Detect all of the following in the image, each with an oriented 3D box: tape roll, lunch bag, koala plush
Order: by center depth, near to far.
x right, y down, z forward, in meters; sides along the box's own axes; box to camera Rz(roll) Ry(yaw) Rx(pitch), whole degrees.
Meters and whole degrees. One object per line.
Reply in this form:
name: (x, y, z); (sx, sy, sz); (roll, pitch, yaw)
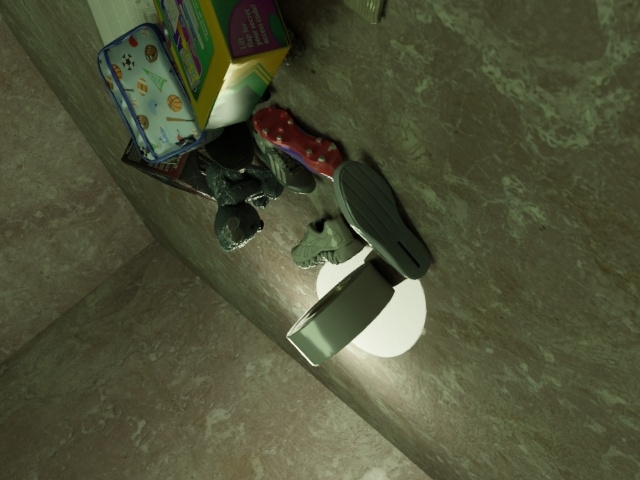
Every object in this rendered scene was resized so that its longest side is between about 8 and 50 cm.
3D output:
lunch bag: (-0.373, -0.330, 1.342); (0.243, 0.115, 0.303); (-14, 106, 30)
tape roll: (0.052, 0.180, 1.454); (0.100, 0.286, 0.286); (47, 161, 0)
koala plush: (-0.219, -0.081, 1.523); (0.203, 0.221, 0.196); (13, 170, -17)

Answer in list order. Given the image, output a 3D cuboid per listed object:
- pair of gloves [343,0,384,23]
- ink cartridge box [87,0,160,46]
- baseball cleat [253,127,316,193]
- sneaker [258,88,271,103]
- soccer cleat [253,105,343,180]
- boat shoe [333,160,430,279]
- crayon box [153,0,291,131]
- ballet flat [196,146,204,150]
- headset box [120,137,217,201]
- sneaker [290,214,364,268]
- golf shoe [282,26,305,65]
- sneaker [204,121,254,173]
pair of gloves: (0.006, -0.416, 0.763); (0.240, 0.042, 0.204); (43, 160, 10)
ink cartridge box: (-0.404, -0.471, 1.401); (0.261, 0.066, 0.296); (3, 123, 27)
baseball cleat: (-0.092, -0.193, 1.360); (0.206, 0.072, 0.109); (40, 160, 19)
sneaker: (-0.150, -0.364, 1.187); (0.078, 0.067, 0.188); (8, 139, 30)
soccer cleat: (-0.051, -0.205, 1.243); (0.248, 0.083, 0.095); (34, 161, 28)
boat shoe: (0.111, -0.034, 1.186); (0.302, 0.109, 0.094); (53, 162, -23)
crayon box: (-0.188, -0.402, 0.939); (0.363, 0.106, 0.313); (70, 159, 1)
ballet flat: (-0.376, -0.359, 1.663); (0.077, 0.091, 0.241); (2, 144, 22)
headset box: (-0.424, -0.220, 1.779); (0.293, 0.110, 0.218); (19, 174, 33)
sneaker: (0.000, 0.000, 1.510); (0.118, 0.110, 0.292); (59, 151, -10)
golf shoe: (-0.104, -0.386, 1.026); (0.176, 0.069, 0.086); (57, 165, -22)
sneaker: (-0.244, -0.263, 1.481); (0.330, 0.122, 0.146); (53, 176, 35)
